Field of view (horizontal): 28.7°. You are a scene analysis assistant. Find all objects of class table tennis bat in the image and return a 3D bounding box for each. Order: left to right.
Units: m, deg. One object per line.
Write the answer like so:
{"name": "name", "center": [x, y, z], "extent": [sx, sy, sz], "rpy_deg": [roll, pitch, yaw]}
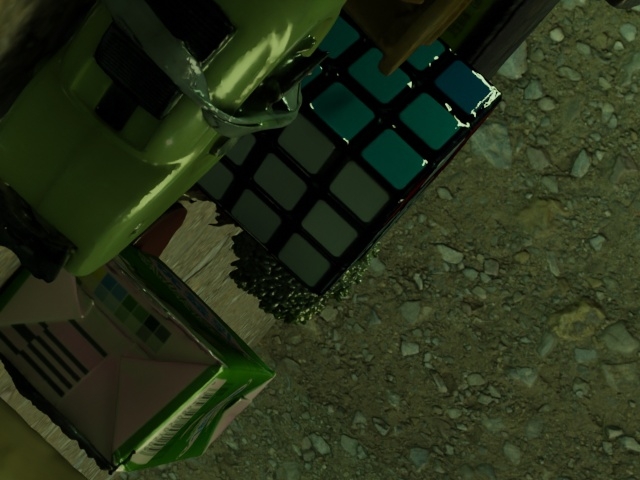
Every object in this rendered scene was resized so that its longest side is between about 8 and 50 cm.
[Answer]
{"name": "table tennis bat", "center": [-0.195, 0.054, 1.147], "extent": [0.234, 0.022, 0.131], "rpy_deg": [-51, 175, 27]}

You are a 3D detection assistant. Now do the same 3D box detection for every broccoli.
{"name": "broccoli", "center": [-0.002, -0.001, 1.130], "extent": [0.122, 0.118, 0.204], "rpy_deg": [-63, 173, 24]}

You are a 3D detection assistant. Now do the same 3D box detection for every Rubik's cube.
{"name": "Rubik's cube", "center": [0.013, -0.084, 0.984], "extent": [0.162, 0.160, 0.163], "rpy_deg": [-45, 176, -39]}

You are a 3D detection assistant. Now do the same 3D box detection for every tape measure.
{"name": "tape measure", "center": [-0.058, -0.087, 0.605], "extent": [0.175, 0.106, 0.200], "rpy_deg": [-47, 179, 40]}

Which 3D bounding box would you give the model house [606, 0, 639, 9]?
{"name": "model house", "center": [0.358, -0.425, 1.527], "extent": [0.301, 0.190, 0.271], "rpy_deg": [-19, 160, -47]}

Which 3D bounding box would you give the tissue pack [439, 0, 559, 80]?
{"name": "tissue pack", "center": [0.173, -0.264, 1.194], "extent": [0.288, 0.124, 0.394], "rpy_deg": [-44, 175, -45]}

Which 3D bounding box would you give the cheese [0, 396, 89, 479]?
{"name": "cheese", "center": [-0.236, 0.247, 0.808], "extent": [0.242, 0.265, 0.124], "rpy_deg": [-45, 176, -35]}

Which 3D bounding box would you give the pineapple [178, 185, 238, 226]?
{"name": "pineapple", "center": [-0.062, -0.060, 1.094], "extent": [0.116, 0.069, 0.137], "rpy_deg": [-47, 174, 6]}

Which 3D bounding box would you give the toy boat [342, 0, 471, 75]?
{"name": "toy boat", "center": [0.081, -0.214, 0.703], "extent": [0.162, 0.136, 0.445], "rpy_deg": [-41, 175, -17]}

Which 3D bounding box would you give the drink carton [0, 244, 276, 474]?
{"name": "drink carton", "center": [-0.142, 0.082, 0.952], "extent": [0.108, 0.161, 0.271], "rpy_deg": [-46, 170, -1]}
